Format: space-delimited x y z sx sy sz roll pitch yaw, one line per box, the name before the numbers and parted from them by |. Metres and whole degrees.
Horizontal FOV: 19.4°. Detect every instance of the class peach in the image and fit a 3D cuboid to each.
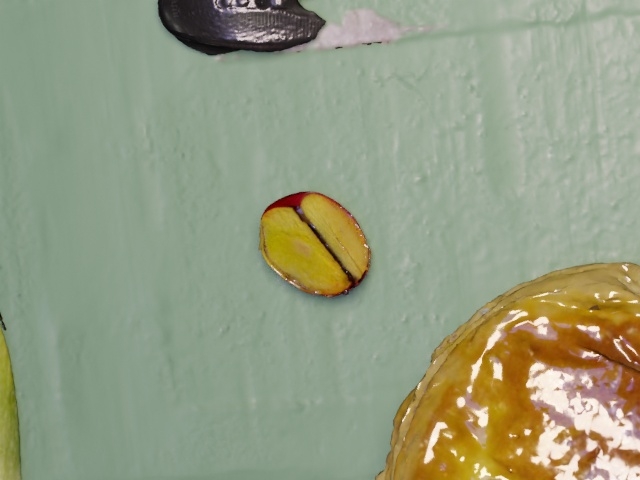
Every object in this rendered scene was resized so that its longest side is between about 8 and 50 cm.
peach | 0.000 0.000 1.411 0.083 0.050 0.077 21 125 24

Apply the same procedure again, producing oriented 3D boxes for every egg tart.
egg tart | 0.209 0.188 1.285 0.352 0.150 0.352 -8 67 20

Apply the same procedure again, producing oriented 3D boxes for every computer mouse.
computer mouse | -0.063 -0.179 1.415 0.135 0.047 0.079 3 98 15

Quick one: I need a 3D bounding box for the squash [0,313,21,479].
squash | -0.335 0.102 1.549 0.237 0.155 0.204 14 137 14
